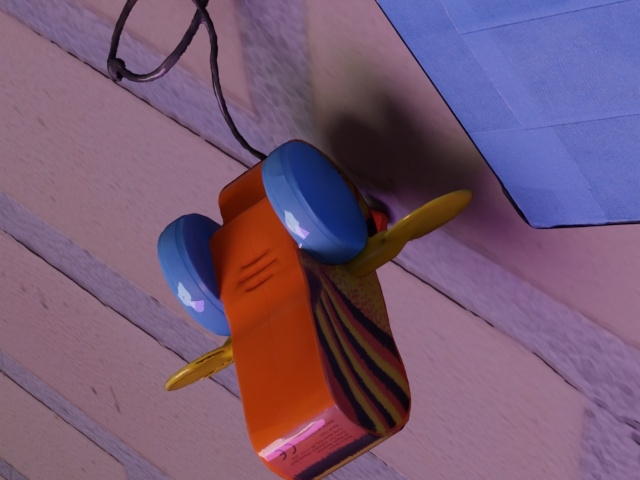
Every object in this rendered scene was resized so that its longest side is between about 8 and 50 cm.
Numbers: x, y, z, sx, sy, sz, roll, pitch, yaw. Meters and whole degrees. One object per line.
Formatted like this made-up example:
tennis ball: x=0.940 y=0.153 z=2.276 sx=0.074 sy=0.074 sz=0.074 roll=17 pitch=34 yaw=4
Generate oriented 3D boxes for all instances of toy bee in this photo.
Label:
toy bee: x=0.000 y=0.000 z=0.987 sx=0.195 sy=0.298 sz=0.162 roll=-14 pitch=154 yaw=32

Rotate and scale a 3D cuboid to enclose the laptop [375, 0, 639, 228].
laptop: x=0.032 y=-0.106 z=0.678 sx=0.382 sy=0.408 sz=0.236 roll=-4 pitch=93 yaw=58
